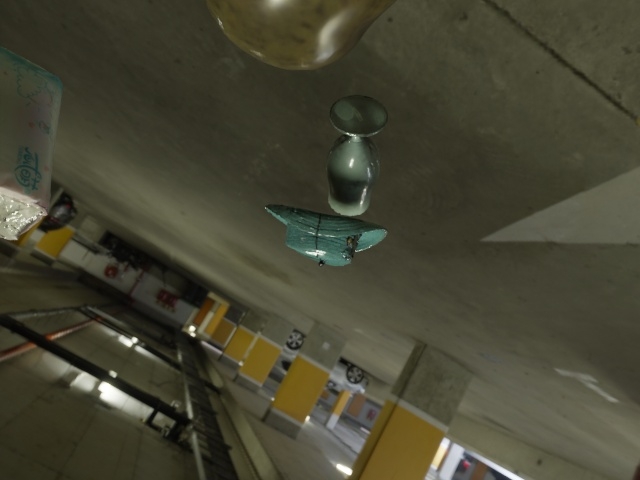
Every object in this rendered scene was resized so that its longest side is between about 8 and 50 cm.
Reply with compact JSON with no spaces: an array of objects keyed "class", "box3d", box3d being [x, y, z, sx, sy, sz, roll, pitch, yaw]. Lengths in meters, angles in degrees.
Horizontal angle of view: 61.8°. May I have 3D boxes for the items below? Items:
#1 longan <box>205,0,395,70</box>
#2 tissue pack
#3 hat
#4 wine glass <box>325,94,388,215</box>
[{"class":"longan","box3d":[-0.037,-0.516,1.011,0.404,0.336,0.404,6,148,4]},{"class":"tissue pack","box3d":[-0.483,-0.155,0.747,0.124,0.271,0.201,-34,143,31]},{"class":"hat","box3d":[0.000,0.000,0.799,0.190,0.078,0.138,11,169,16]},{"class":"wine glass","box3d":[0.054,-0.129,0.869,0.093,0.093,0.202,26,147,16]}]
